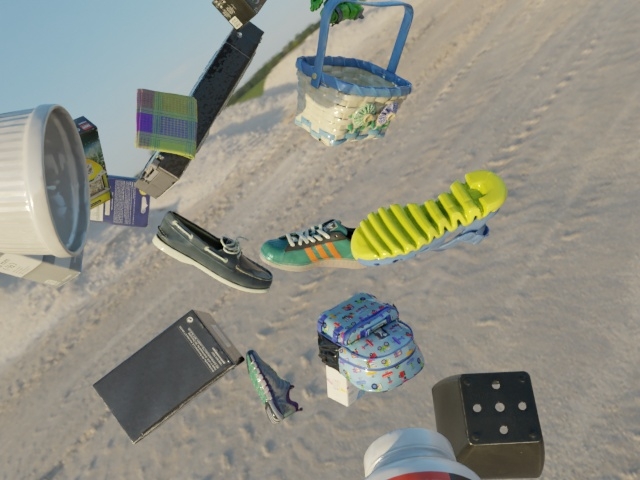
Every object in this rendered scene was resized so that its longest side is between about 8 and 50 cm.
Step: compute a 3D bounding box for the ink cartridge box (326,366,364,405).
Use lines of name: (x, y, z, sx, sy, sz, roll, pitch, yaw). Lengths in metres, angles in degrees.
ink cartridge box: (0.082, 0.448, 2.008, 0.090, 0.143, 0.092, 16, 28, 40)

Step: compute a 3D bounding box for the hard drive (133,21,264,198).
hard drive: (-0.240, -0.250, 1.199, 0.338, 0.064, 0.237, -63, 19, -17)

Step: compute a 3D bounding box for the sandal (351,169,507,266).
sandal: (0.216, -0.016, 1.205, 0.318, 0.138, 0.126, -19, 52, 5)

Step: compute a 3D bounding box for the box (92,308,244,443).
box: (-0.370, 0.332, 1.553, 0.294, 0.182, 0.296, -38, -5, -8)

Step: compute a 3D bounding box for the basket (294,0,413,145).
basket: (0.078, -0.354, 1.281, 0.255, 0.288, 0.201, -17, 38, -40)

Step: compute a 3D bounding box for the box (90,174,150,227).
box: (-0.580, -0.112, 1.674, 0.036, 0.225, 0.136, -108, 27, -69)

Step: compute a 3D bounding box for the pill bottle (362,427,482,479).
pill bottle: (0.128, 0.385, 0.708, 0.181, 0.181, 0.323, -34, 29, 18)

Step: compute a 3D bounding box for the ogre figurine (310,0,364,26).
ogre figurine: (0.025, -0.509, 1.239, 0.197, 0.118, 0.096, 57, 131, 37)

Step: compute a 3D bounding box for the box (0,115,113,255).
box: (-0.463, -0.087, 1.001, 0.233, 0.044, 0.159, -35, -33, -33)

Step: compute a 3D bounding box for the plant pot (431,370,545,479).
plant pot: (0.316, 0.331, 1.138, 0.188, 0.167, 0.187, -3, 59, 3)

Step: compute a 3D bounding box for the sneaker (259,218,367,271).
sneaker: (0.000, 0.000, 1.528, 0.302, 0.121, 0.108, -1, 34, -18)

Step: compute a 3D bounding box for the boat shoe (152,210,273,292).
boat shoe: (-0.200, 0.022, 1.214, 0.079, 0.255, 0.095, -59, 12, 14)

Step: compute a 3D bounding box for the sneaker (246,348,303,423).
sneaker: (-0.135, 0.405, 1.746, 0.098, 0.223, 0.083, -17, -24, -24)

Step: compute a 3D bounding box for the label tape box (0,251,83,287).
label tape box: (-0.695, -0.069, 1.345, 0.115, 0.348, 0.249, -24, 56, 33)

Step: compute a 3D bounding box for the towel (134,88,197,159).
towel: (-0.150, -0.116, 0.600, 0.009, 0.060, 0.083, 124, 145, -49)

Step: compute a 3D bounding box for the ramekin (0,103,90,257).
ramekin: (-0.392, -0.076, 0.823, 0.109, 0.207, 0.207, -5, 14, -6)

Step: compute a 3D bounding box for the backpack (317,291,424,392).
backpack: (0.095, 0.186, 1.101, 0.158, 0.116, 0.173, -22, 29, -26)

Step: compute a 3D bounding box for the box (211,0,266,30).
box: (-0.129, -0.399, 1.009, 0.052, 0.062, 0.083, -26, 32, 35)
